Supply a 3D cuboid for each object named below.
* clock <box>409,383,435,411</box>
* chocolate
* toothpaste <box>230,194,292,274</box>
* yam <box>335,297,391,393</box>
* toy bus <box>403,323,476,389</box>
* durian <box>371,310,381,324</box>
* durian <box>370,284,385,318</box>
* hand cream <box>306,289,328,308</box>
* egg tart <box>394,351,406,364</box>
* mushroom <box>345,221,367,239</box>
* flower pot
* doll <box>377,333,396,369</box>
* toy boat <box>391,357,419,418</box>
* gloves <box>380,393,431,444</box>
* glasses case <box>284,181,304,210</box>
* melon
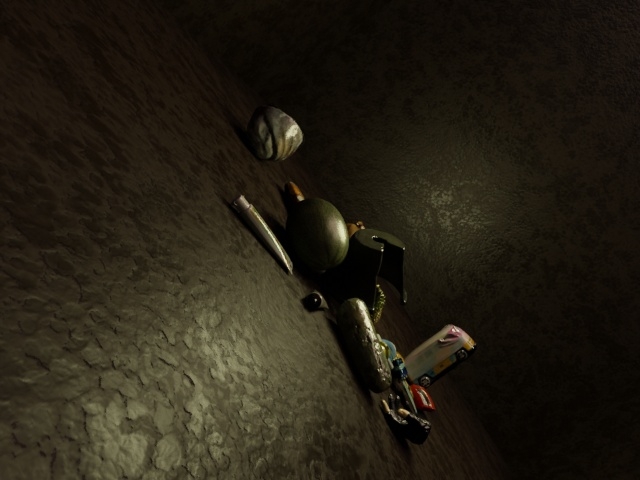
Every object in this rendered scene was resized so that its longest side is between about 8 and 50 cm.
[{"bbox_3d":[0.465,0.742,1.876,0.155,0.061,0.113,39,20,-48],"label":"clock"},{"bbox_3d":[-0.259,-0.514,2.057,0.303,0.213,0.303,28,-19,11],"label":"chocolate"},{"bbox_3d":[-0.180,-0.019,1.331,0.055,0.058,0.315,-3,-50,49],"label":"toothpaste"},{"bbox_3d":[0.158,0.376,1.428,0.133,0.133,0.331,41,21,-53],"label":"yam"},{"bbox_3d":[0.583,0.578,2.027,0.162,0.386,0.171,52,9,6],"label":"toy bus"},{"bbox_3d":[0.247,0.326,2.063,0.208,0.102,0.147,46,19,-27],"label":"durian"},{"bbox_3d":[0.200,0.264,1.871,0.200,0.177,0.236,38,17,16],"label":"durian"},{"bbox_3d":[-0.010,0.208,1.408,0.087,0.054,0.186,53,3,11],"label":"hand cream"},{"bbox_3d":[0.374,0.586,1.961,0.130,0.052,0.130,52,9,-11],"label":"egg tart"},{"bbox_3d":[0.131,0.018,2.070,0.195,0.283,0.263,34,-32,5],"label":"mushroom"},{"bbox_3d":[0.206,0.101,1.690,0.378,0.252,0.379,9,25,-4],"label":"flower pot"},{"bbox_3d":[0.256,0.464,1.677,0.241,0.098,0.135,30,66,-64],"label":"doll"},{"bbox_3d":[0.367,0.655,1.720,0.220,0.066,0.292,69,4,-72],"label":"toy boat"},{"bbox_3d":[0.277,0.614,1.376,0.180,0.107,0.129,28,5,10],"label":"gloves"},{"bbox_3d":[-0.113,-0.176,2.011,0.122,0.082,0.321,54,11,-43],"label":"glasses case"},{"bbox_3d":[-0.013,-0.023,1.577,0.237,0.237,0.302,40,23,-56],"label":"melon"}]
